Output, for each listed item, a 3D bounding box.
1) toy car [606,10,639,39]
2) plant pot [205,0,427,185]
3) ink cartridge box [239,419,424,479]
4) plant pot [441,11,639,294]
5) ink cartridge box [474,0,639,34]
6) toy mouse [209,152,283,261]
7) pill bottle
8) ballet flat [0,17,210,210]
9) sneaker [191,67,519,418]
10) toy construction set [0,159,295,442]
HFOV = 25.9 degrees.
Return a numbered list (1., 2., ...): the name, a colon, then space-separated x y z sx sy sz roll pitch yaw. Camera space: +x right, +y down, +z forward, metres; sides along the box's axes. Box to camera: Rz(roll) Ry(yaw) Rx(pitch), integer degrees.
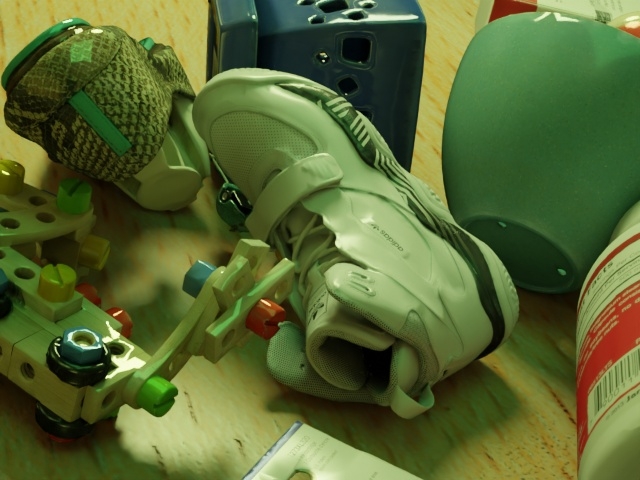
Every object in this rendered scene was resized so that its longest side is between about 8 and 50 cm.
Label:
1. toy car: 0.395 -0.137 1.715 0.219 0.210 0.238 2 58 5
2. plant pot: -0.016 -0.180 1.524 0.212 0.236 0.236 1 30 -9
3. ink cartridge box: 0.101 0.261 0.961 0.371 0.069 0.176 26 32 16
4. plant pot: 0.240 -0.062 1.418 0.290 0.290 0.195 23 65 16
5. ink cartridge box: 0.369 -0.307 2.018 0.273 0.114 0.197 13 28 0
6. toy mouse: -0.065 -0.031 1.396 0.143 0.031 0.161 39 25 -3
7. pill bottle: 0.327 0.112 1.150 0.229 0.229 0.407 15 29 2
8. ballet flat: -0.184 -0.104 1.344 0.182 0.164 0.483 49 2 -4
9. sneaker: 0.000 0.000 1.229 0.366 0.137 0.210 42 36 5
10. toy construction set: -0.189 0.047 1.146 0.328 0.151 0.215 17 27 29
